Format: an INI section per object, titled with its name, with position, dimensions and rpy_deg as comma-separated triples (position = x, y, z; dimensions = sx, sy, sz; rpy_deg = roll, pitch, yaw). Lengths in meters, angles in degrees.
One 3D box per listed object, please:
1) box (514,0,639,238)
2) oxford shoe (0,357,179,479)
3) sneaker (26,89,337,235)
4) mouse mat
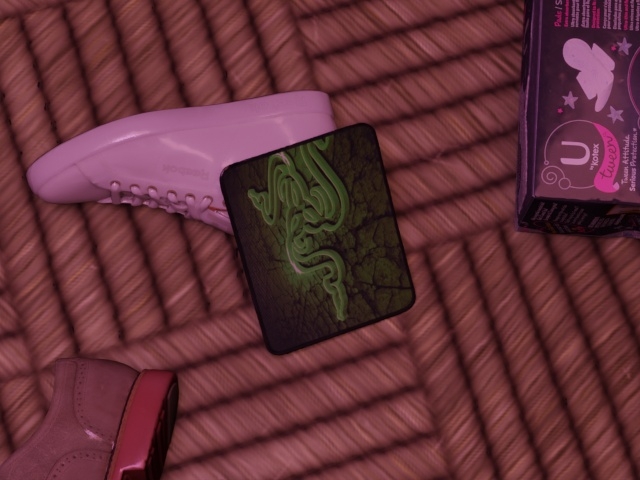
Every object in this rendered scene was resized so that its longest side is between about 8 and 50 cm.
[box]
position = 0.255, -0.137, 1.459
dimensions = 0.142, 0.163, 0.247
rpy_deg = 5, 79, 1
[oxford shoe]
position = -0.231, 0.258, 1.366
dimensions = 0.130, 0.123, 0.348
rpy_deg = 14, 56, 7
[sneaker]
position = -0.119, -0.054, 1.452
dimensions = 0.290, 0.106, 0.123
rpy_deg = -12, 78, -6
[mouse mat]
position = 0.000, 0.000, 1.451
dimensions = 0.152, 0.007, 0.189
rpy_deg = -19, 107, -12
